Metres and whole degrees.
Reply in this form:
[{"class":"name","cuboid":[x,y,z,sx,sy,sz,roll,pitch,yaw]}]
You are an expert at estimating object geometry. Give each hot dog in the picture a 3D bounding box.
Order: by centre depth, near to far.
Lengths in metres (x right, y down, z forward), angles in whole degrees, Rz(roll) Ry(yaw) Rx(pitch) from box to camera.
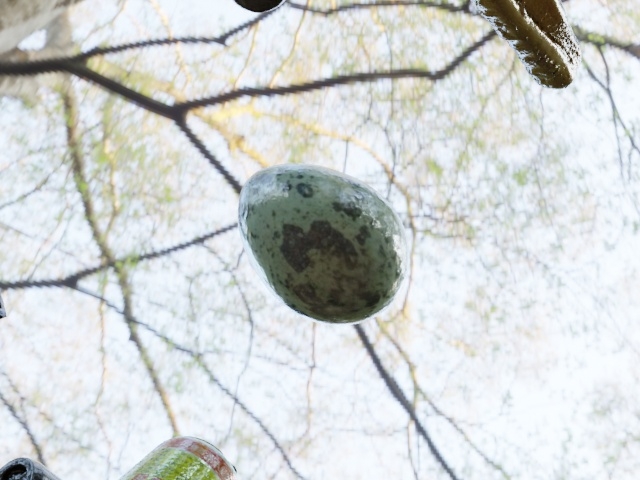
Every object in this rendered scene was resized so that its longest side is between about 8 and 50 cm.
[{"class":"hot dog","cuboid":[0.207,-0.263,1.316,0.083,0.068,0.289,-56,-42,-8]}]

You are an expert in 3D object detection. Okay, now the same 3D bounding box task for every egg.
[{"class":"egg","cuboid":[0.000,0.000,1.090,0.172,0.132,0.132,38,-62,7]}]

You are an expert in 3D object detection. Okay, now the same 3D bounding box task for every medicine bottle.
[{"class":"medicine bottle","cuboid":[-0.201,0.341,1.452,0.139,0.225,0.139,10,-66,24]}]

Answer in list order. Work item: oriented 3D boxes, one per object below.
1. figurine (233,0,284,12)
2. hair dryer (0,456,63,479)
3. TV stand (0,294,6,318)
[{"class":"figurine","cuboid":[-0.075,-0.332,1.071,0.248,0.381,0.203,-4,-50,6]},{"class":"hair dryer","cuboid":[-0.319,0.272,1.151,0.255,0.070,0.128,-13,-46,31]},{"class":"TV stand","cuboid":[-0.340,-0.043,1.055,0.049,0.040,0.257,-20,-68,-13]}]
